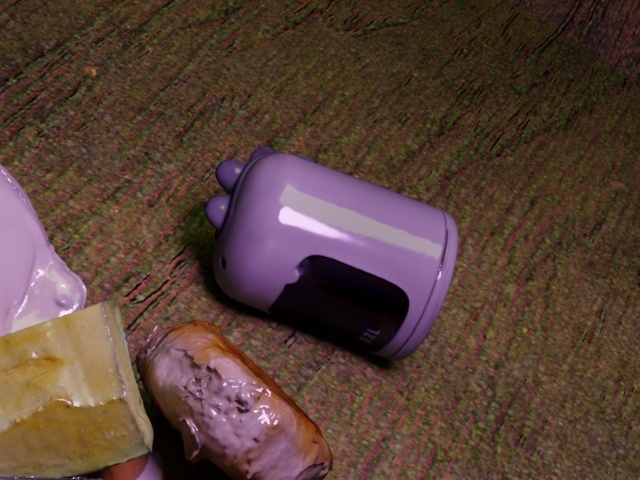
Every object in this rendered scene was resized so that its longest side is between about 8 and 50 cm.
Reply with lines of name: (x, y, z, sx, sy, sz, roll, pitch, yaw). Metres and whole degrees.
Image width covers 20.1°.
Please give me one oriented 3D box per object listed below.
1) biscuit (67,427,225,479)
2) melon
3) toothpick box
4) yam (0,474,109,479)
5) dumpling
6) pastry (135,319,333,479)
biscuit: (-0.205, 0.253, 1.940, 0.295, 0.044, 0.186, 25, 32, -9)
melon: (-0.342, 0.161, 1.838, 0.323, 0.124, 0.196, -11, 52, -13)
toothpick box: (0.000, 0.000, 2.327, 0.316, 0.229, 0.229, 21, 31, -13)
yam: (-0.268, 0.279, 1.779, 0.183, 0.107, 0.107, 4, 39, -29)
dumpling: (-0.458, 0.026, 1.960, 0.395, 0.233, 0.315, 38, 60, -14)
pastry: (-0.096, 0.197, 1.987, 0.236, 0.121, 0.257, 43, -1, 26)
